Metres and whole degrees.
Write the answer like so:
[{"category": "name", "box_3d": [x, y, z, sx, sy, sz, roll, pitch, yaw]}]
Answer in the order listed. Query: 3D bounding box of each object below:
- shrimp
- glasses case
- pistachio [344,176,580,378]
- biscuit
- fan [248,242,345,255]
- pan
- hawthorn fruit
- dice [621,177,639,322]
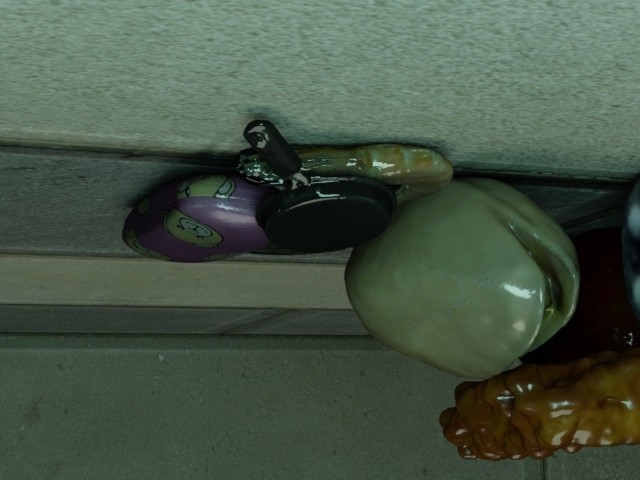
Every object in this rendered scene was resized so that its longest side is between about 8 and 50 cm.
[{"category": "shrimp", "box_3d": [0.018, -0.063, 1.121, 0.219, 0.046, 0.152, 1, 167, -16]}, {"category": "glasses case", "box_3d": [-0.129, -0.020, 1.246, 0.123, 0.076, 0.316, 7, 171, -22]}, {"category": "pistachio", "box_3d": [0.152, 0.040, 1.240, 0.208, 0.226, 0.332, -14, -179, -30]}, {"category": "biscuit", "box_3d": [0.320, 0.182, 1.298, 0.318, 0.110, 0.312, -6, 168, -16]}, {"category": "fan", "box_3d": [-0.010, 0.005, 1.625, 0.294, 0.012, 0.223, 0, 171, 0]}, {"category": "pan", "box_3d": [-0.013, -0.042, 1.048, 0.136, 0.028, 0.235, -16, 151, 17]}, {"category": "hawthorn fruit", "box_3d": [0.418, 0.122, 1.570, 0.316, 0.316, 0.316, -1, 171, 0]}, {"category": "dice", "box_3d": [0.432, 0.010, 1.191, 0.182, 0.181, 0.183, -2, 174, -14]}]
